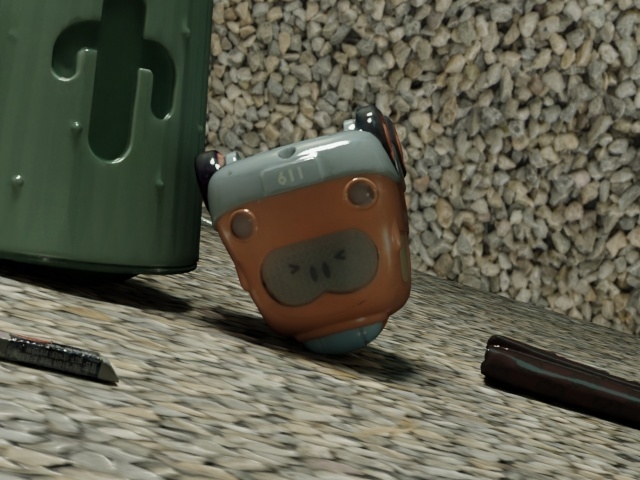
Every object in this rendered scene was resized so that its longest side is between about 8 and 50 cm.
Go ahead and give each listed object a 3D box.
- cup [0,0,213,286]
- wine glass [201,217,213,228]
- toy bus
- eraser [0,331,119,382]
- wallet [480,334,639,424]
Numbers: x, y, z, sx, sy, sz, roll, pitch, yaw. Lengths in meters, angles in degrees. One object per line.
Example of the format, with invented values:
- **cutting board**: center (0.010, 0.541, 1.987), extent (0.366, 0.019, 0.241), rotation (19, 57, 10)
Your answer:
- **cup**: center (-0.281, -0.159, 1.870), extent (0.310, 0.392, 0.401), rotation (10, 5, 33)
- **wine glass**: center (-0.160, -0.029, 2.564), extent (0.183, 0.122, 0.122), rotation (17, 3, 6)
- **toy bus**: center (0.000, 0.000, 1.891), extent (0.194, 0.232, 0.287), rotation (-13, -1, 5)
- **eraser**: center (-0.187, 0.079, 1.311), extent (0.099, 0.019, 0.027), rotation (13, 4, -17)
- **wallet**: center (0.285, 0.156, 2.039), extent (0.229, 0.049, 0.182), rotation (17, 0, 7)
